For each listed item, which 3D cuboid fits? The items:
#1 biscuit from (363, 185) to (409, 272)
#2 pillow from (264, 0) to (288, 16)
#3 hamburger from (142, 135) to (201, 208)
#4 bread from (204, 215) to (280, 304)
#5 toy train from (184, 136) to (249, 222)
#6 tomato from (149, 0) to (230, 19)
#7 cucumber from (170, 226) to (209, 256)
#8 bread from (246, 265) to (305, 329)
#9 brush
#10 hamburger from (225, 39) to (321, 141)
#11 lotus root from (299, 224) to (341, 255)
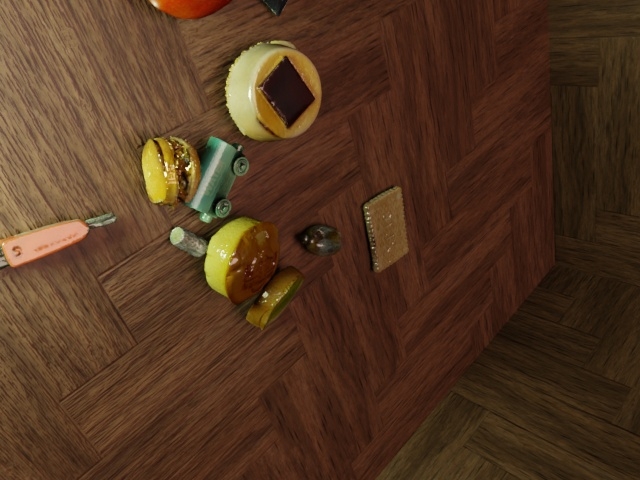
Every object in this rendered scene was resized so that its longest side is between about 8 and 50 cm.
[{"bbox_3d":[0.270,-0.044,2.147,0.217,0.044,0.325,-32,124,-32],"label":"biscuit"},{"bbox_3d":[-0.115,-0.774,1.516,0.141,0.055,0.208,32,80,-37],"label":"pillow"},{"bbox_3d":[-0.388,-0.173,1.365,0.118,0.182,0.191,-6,111,-34],"label":"hamburger"},{"bbox_3d":[-0.228,0.059,1.589,0.270,0.148,0.270,-43,144,-43],"label":"bread"},{"bbox_3d":[-0.304,-0.178,1.492,0.159,0.101,0.248,29,84,-54],"label":"toy train"},{"bbox_3d":[-0.300,-0.682,1.243,0.298,0.226,0.298,-15,114,-36],"label":"tomato"},{"bbox_3d":[-0.379,0.002,1.517,0.112,0.064,0.064,37,78,-42],"label":"cucumber"},{"bbox_3d":[-0.144,0.189,1.725,0.236,0.070,0.236,-52,171,-12],"label":"bread"},{"bbox_3d":[-0.651,-0.003,1.264,0.323,0.051,0.070,-24,113,-33],"label":"brush"},{"bbox_3d":[-0.137,-0.428,1.531,0.302,0.170,0.302,-14,114,-36],"label":"hamburger"},{"bbox_3d":[0.000,0.000,1.870,0.192,0.088,0.113,4,85,-44],"label":"lotus root"}]
